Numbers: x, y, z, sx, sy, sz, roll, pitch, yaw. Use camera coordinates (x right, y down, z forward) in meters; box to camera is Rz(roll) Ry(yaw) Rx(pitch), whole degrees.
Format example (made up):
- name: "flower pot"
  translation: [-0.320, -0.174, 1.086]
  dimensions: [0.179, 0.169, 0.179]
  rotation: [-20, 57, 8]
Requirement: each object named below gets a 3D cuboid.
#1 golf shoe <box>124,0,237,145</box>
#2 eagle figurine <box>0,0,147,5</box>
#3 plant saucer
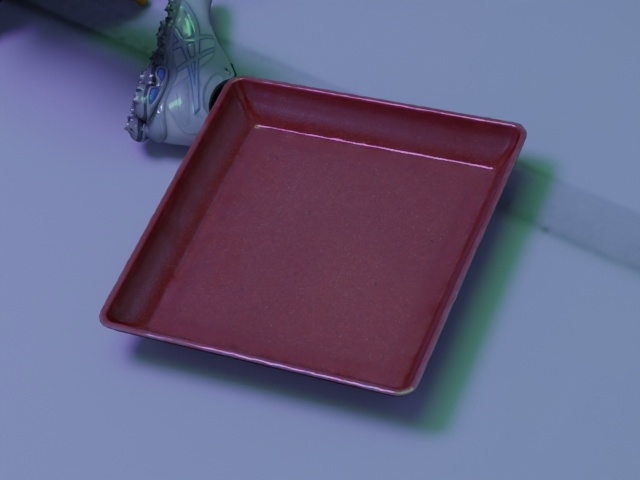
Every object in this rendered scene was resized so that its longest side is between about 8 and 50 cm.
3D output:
- name: "golf shoe"
  translation: [-0.103, -0.145, 1.667]
  dimensions: [0.086, 0.069, 0.176]
  rotation: [16, 56, -3]
- name: "eagle figurine"
  translation: [-0.216, -0.261, 1.677]
  dimensions: [0.225, 0.298, 0.226]
  rotation: [-9, 78, -43]
- name: "plant saucer"
  translation: [0.000, 0.000, 1.523]
  dimensions: [0.259, 0.048, 0.258]
  rotation: [11, 56, 23]
